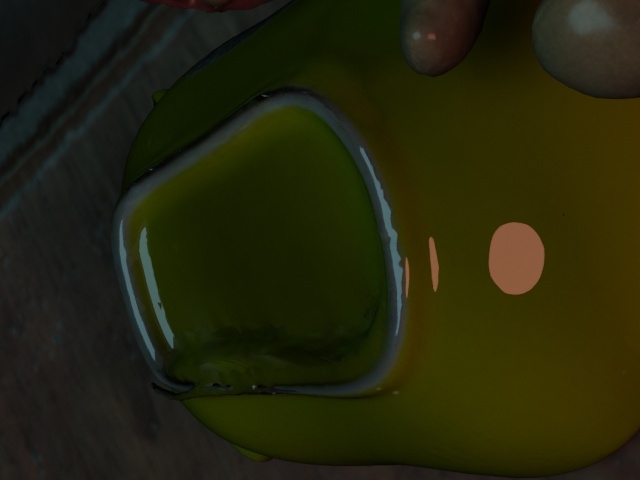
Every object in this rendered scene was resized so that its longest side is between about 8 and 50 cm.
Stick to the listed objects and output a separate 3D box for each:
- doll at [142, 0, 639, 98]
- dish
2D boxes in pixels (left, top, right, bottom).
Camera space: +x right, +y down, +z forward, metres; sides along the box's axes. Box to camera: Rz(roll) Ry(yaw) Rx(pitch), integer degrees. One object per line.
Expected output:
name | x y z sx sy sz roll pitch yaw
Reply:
doll | 0.017 -0.156 0.478 0.256 0.152 0.196 21 93 21
dish | 0.000 0.000 0.590 0.262 0.108 0.221 -15 88 41
